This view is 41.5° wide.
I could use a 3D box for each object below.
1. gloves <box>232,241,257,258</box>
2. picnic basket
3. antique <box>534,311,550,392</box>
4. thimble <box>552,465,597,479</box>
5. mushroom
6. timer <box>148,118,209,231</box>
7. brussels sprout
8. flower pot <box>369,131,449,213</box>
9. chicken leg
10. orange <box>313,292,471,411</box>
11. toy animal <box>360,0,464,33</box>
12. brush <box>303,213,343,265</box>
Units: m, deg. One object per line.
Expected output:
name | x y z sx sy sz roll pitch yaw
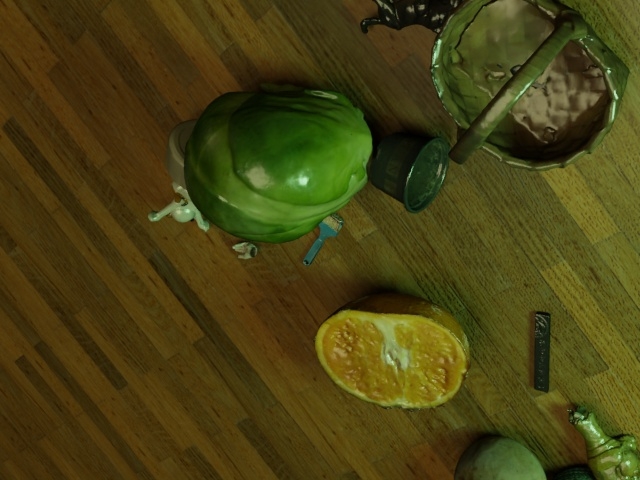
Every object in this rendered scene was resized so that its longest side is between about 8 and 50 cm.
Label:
gloves | -0.175 0.026 1.989 0.081 0.037 0.044 18 97 31
picnic basket | 0.323 -0.250 1.399 0.337 0.337 0.293 41 129 3
antique | 0.465 0.236 1.769 0.031 0.015 0.192 7 118 26
thimble | 0.564 0.558 1.840 0.118 0.090 0.135 48 126 -2
mushroom | 0.404 0.551 1.881 0.226 0.178 0.227 -4 84 41
timer | -0.290 -0.122 1.907 0.175 0.175 0.266 38 134 6
brussels sprout | -0.083 -0.148 1.659 0.371 0.315 0.276 -1 126 -3
flower pot | 0.168 -0.143 1.651 0.106 0.157 0.157 25 125 28
chicken leg | 0.602 0.438 1.768 0.103 0.088 0.228 -24 97 45
orange | 0.150 0.233 1.797 0.310 0.274 0.274 -18 109 -2
toy animal | 0.165 -0.435 1.532 0.232 0.084 0.148 -6 114 27
brush | 0.000 0.000 1.897 0.051 0.014 0.164 37 128 8
